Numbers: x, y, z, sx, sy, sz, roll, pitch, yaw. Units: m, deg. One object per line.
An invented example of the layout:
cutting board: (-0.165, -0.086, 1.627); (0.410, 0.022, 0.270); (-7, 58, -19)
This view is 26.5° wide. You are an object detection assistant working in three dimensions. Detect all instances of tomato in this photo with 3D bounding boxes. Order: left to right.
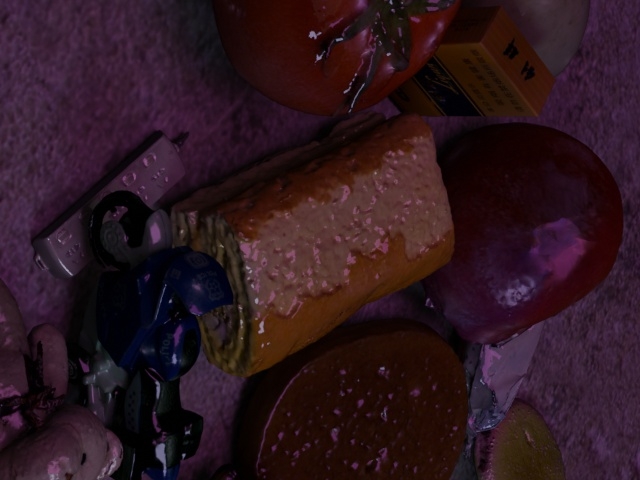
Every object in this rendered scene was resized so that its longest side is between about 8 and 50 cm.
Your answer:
tomato: (0.008, -0.317, 1.610); (0.341, 0.272, 0.341); (-26, 127, -39)
tomato: (0.280, -0.025, 1.892); (0.335, 0.176, 0.290); (-34, 91, -19)

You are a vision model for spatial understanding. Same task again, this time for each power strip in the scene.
power strip: (-0.234, -0.050, 1.587); (0.253, 0.027, 0.060); (-46, 124, -27)

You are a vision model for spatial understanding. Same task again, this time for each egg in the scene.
egg: (0.265, -0.333, 1.868); (0.218, 0.218, 0.295); (-50, 133, -25)

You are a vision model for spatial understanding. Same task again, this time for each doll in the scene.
doll: (-0.319, 0.166, 1.401); (0.175, 0.149, 0.278); (-32, 102, -19)

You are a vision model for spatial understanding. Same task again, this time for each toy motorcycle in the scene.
toy motorcycle: (-0.193, 0.115, 1.521); (0.125, 0.196, 0.331); (-16, 118, -51)

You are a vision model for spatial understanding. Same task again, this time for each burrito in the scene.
burrito: (0.279, 0.108, 2.027); (0.139, 0.101, 0.445); (27, 80, -36)

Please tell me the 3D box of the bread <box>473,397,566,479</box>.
bread: (0.314, 0.352, 2.093); (0.228, 0.033, 0.228); (21, 60, -41)

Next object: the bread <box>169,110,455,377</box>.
bread: (0.000, 0.000, 1.715); (0.375, 0.165, 0.237); (-30, 118, -37)

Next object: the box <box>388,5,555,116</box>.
box: (0.170, -0.232, 1.784); (0.152, 0.237, 0.070); (44, 63, -38)

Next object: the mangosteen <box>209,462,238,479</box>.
mangosteen: (-0.108, 0.403, 1.665); (0.215, 0.215, 0.258); (19, 66, -42)

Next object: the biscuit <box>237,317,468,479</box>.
biscuit: (0.046, 0.282, 1.866); (0.394, 0.070, 0.350); (-2, 100, -41)
